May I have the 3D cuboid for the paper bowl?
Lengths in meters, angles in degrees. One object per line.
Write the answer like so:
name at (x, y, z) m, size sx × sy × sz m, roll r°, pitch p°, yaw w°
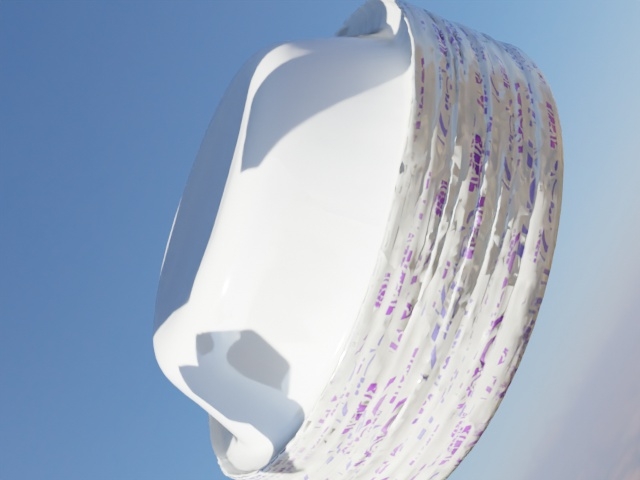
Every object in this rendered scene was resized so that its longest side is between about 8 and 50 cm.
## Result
paper bowl at (0.000, 0.000, 0.566) m, size 0.284 × 0.148 × 0.284 m, roll -162°, pitch 90°, yaw -74°
